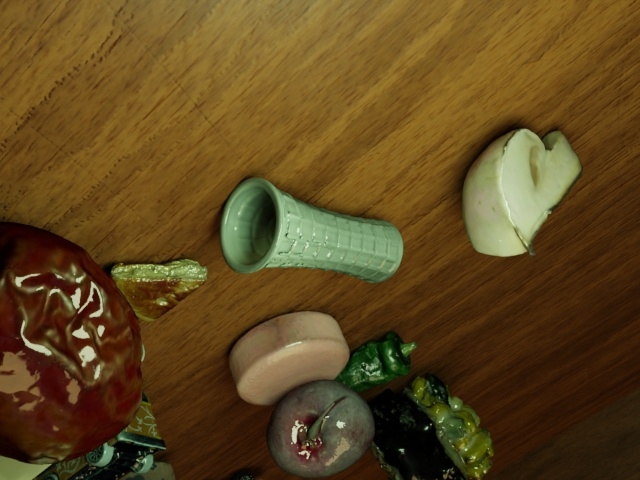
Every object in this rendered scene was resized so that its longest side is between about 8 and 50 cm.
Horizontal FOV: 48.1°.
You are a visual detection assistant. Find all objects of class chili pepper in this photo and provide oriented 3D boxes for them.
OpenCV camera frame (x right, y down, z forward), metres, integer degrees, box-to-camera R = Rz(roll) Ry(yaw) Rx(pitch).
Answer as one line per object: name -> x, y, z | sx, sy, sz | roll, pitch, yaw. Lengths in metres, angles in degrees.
chili pepper -> 0.101, 0.289, 1.610 | 0.270, 0.099, 0.136 | -32, 136, 19

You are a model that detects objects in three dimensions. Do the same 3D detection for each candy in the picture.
candy -> -0.060, 0.244, 1.460 | 0.255, 0.094, 0.255 | -16, 144, -12

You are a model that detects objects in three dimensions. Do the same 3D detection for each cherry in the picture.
cherry -> 0.002, 0.372, 1.418 | 0.213, 0.183, 0.266 | -18, 160, 15

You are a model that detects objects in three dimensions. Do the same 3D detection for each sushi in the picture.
sushi -> 0.272, 0.496, 1.821 | 0.285, 0.328, 0.328 | -35, 132, -8

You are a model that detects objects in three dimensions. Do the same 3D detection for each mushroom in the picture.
mushroom -> 0.302, -0.101, 1.211 | 0.236, 0.173, 0.162 | -47, 112, -31

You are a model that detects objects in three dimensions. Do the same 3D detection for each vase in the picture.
vase -> 0.000, 0.000, 1.141 | 0.299, 0.143, 0.143 | 12, 132, -43

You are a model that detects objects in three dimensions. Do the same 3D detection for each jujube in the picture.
jujube -> -0.390, 0.152, 0.989 | 0.276, 0.276, 0.377 | -24, 134, 0

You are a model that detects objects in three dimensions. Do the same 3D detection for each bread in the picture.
bread -> -0.271, 0.085, 1.161 | 0.154, 0.054, 0.136 | 2, 137, -24

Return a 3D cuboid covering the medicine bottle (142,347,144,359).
medicine bottle -> -0.401, 0.215, 1.229 | 0.183, 0.086, 0.086 | -31, 145, 9

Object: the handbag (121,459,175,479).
handbag -> -0.440, 0.657, 1.662 | 0.190, 0.251, 0.193 | 5, 146, -26

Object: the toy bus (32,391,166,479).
toy bus -> -0.454, 0.408, 1.385 | 0.275, 0.167, 0.138 | -39, 143, 12

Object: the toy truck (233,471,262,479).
toy truck -> -0.274, 0.715, 1.944 | 0.286, 0.111, 0.136 | -11, 145, -13

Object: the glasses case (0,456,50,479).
glasses case -> -0.532, 0.277, 1.149 | 0.131, 0.070, 0.312 | -37, 136, -27
